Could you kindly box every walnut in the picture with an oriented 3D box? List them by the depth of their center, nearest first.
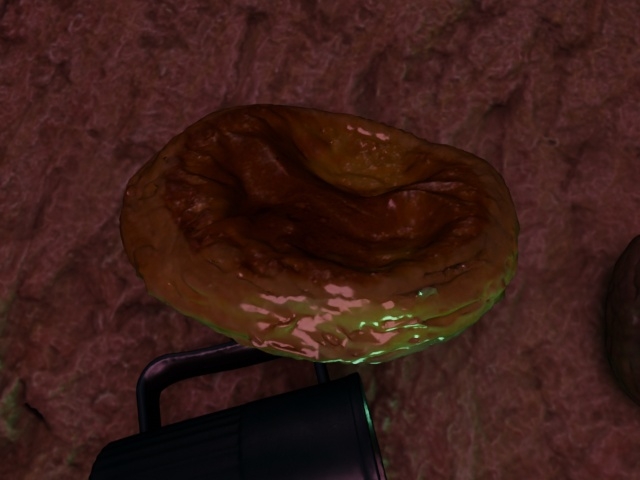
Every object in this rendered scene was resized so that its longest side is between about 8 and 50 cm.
[{"bbox_3d":[0.415,0.100,0.814,0.178,0.178,0.230,9,89,6],"label":"walnut"}]

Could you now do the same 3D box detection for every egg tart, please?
[{"bbox_3d":[0.000,0.000,0.805,0.443,0.178,0.443,5,36,-4],"label":"egg tart"}]

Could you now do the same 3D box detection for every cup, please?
[{"bbox_3d":[-0.078,0.263,0.758,0.292,0.242,0.308,-15,89,2],"label":"cup"}]
